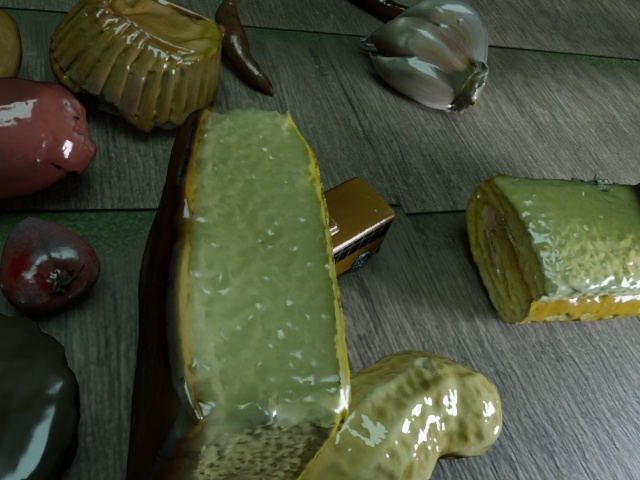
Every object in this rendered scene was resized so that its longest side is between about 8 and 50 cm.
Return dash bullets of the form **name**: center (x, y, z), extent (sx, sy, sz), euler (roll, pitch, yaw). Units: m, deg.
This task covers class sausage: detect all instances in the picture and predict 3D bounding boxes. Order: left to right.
- **sausage**: center (-0.426, -0.120, 0.711), extent (0.280, 0.152, 0.152), euler (-11, 57, -22)

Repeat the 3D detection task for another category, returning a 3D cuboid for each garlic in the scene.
- **garlic**: center (0.232, -0.384, 1.200), extent (0.292, 0.210, 0.237), euler (43, 85, 11)

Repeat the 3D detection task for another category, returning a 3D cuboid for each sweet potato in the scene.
- **sweet potato**: center (-0.158, -0.373, 1.081), extent (0.078, 0.058, 0.255), euler (5, 52, -43)
- **sweet potato**: center (0.126, -0.561, 1.340), extent (0.265, 0.057, 0.057), euler (37, 49, 7)

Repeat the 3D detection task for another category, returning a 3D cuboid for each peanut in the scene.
- **peanut**: center (0.088, 0.203, 0.639), extent (0.306, 0.147, 0.147), euler (-13, 57, -39)

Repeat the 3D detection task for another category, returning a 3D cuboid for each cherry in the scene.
- **cherry**: center (-0.314, 0.030, 0.671), extent (0.106, 0.086, 0.126), euler (-9, 37, -18)

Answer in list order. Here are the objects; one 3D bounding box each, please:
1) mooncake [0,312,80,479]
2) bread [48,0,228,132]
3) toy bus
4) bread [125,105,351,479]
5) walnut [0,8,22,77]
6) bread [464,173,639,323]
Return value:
- **mooncake**: center (-0.336, 0.177, 0.521), extent (0.228, 0.124, 0.228), euler (7, 53, -9)
- **bread**: center (-0.285, -0.302, 0.916), extent (0.274, 0.149, 0.274), euler (15, 44, -15)
- **toy bus**: center (0.000, 0.000, 0.791), extent (0.201, 0.114, 0.098), euler (-29, 65, -36)
- **bread**: center (-0.099, 0.092, 0.542), extent (0.143, 0.333, 0.323), euler (7, 47, -18)
- **walnut**: center (-0.504, -0.248, 0.803), extent (0.137, 0.137, 0.245), euler (16, 49, -8)
- **bread**: center (0.435, 0.003, 0.916), extent (0.376, 0.165, 0.236), euler (1, 56, -20)
